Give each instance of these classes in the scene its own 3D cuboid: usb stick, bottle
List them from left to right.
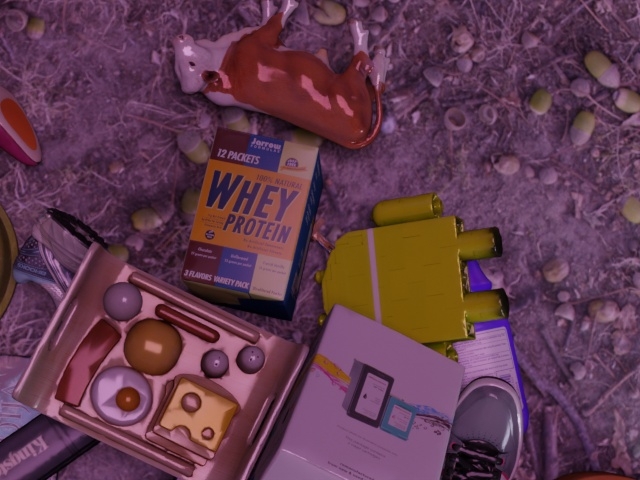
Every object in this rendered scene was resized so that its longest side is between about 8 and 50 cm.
[{"bbox_3d":[-0.384,0.285,1.684,0.278,0.045,0.077,-34,88,-11],"label":"usb stick"},{"bbox_3d":[0.205,0.138,1.792,0.118,0.092,0.283,-12,83,-3],"label":"bottle"}]

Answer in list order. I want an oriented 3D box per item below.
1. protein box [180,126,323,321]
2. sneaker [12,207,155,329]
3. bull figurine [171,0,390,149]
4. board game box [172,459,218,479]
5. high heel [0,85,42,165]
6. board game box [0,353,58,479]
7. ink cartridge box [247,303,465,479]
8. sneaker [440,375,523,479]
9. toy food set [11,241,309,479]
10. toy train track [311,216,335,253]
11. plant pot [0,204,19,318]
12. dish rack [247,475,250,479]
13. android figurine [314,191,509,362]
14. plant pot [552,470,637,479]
[{"bbox_3d":[-0.084,-0.016,1.711,0.136,0.200,0.201,12,80,4],"label":"protein box"},{"bbox_3d":[-0.287,0.086,1.741,0.283,0.110,0.122,41,101,-3],"label":"sneaker"},{"bbox_3d":[-0.049,-0.240,1.808,0.310,0.101,0.188,24,77,-4],"label":"bull figurine"},{"bbox_3d":[-0.134,0.381,1.661,0.170,0.048,0.141,31,77,-1],"label":"board game box"},{"bbox_3d":[-0.490,-0.177,1.764,0.117,0.082,0.244,-37,104,20],"label":"high heel"},{"bbox_3d":[-0.406,0.245,1.724,0.126,0.026,0.186,5,81,-8],"label":"board game box"},{"bbox_3d":[0.037,0.263,1.638,0.197,0.198,0.270,26,39,-3],"label":"ink cartridge box"},{"bbox_3d":[0.186,0.334,1.663,0.123,0.178,0.296,13,107,4],"label":"sneaker"},{"bbox_3d":[-0.195,0.164,1.619,0.306,0.092,0.220,27,76,-4],"label":"toy food set"},{"bbox_3d":[0.000,0.000,1.825,0.083,0.014,0.048,43,71,-6],"label":"toy train track"},{"bbox_3d":[-0.527,0.014,1.626,0.276,0.254,0.276,1,81,-9],"label":"plant pot"},{"bbox_3d":[-0.150,0.457,1.707,0.332,0.072,0.286,-7,83,-9],"label":"dish rack"},{"bbox_3d":[0.116,0.062,1.755,0.272,0.056,0.248,-11,78,23],"label":"android figurine"},{"bbox_3d":[0.399,0.455,1.718,0.290,0.203,0.291,1,82,-9],"label":"plant pot"}]
